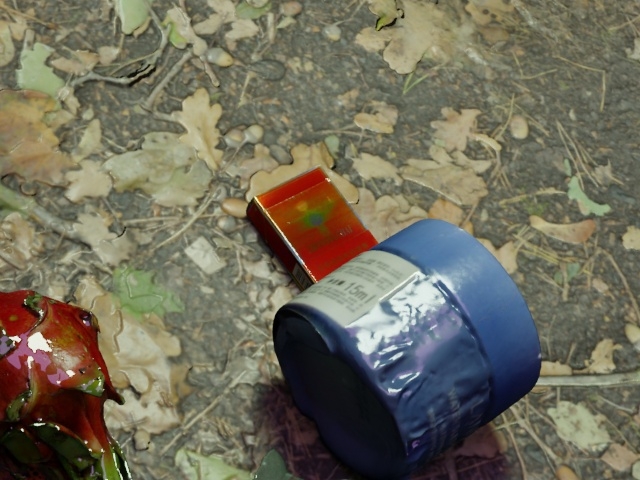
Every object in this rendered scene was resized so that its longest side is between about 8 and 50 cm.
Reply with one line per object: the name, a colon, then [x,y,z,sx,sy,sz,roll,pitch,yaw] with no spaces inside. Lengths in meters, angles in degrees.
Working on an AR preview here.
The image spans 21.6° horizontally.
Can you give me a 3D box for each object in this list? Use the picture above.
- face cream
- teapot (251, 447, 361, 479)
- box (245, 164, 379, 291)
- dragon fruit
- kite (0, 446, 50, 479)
face cream: [0.095,0.131,1.947,0.225,0.249,0.249,-31,72,-24]
teapot: [-0.016,0.360,1.782,0.285,0.223,0.305,23,30,9]
box: [0.000,0.000,2.116,0.112,0.048,0.175,-26,70,-26]
dragon fruit: [-0.321,0.177,1.843,0.200,0.198,0.269,-4,67,-42]
kite: [-0.389,0.250,1.877,0.222,0.008,0.125,-3,58,-18]
